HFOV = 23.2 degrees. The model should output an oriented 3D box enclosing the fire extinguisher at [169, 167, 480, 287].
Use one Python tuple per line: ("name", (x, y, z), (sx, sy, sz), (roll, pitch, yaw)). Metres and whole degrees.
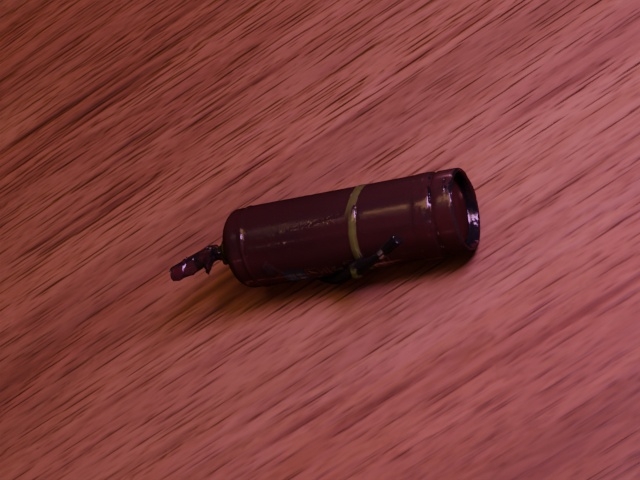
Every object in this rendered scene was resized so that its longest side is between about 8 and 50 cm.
("fire extinguisher", (0.000, 0.000, 1.735), (0.341, 0.105, 0.141), (-11, 7, 22))
